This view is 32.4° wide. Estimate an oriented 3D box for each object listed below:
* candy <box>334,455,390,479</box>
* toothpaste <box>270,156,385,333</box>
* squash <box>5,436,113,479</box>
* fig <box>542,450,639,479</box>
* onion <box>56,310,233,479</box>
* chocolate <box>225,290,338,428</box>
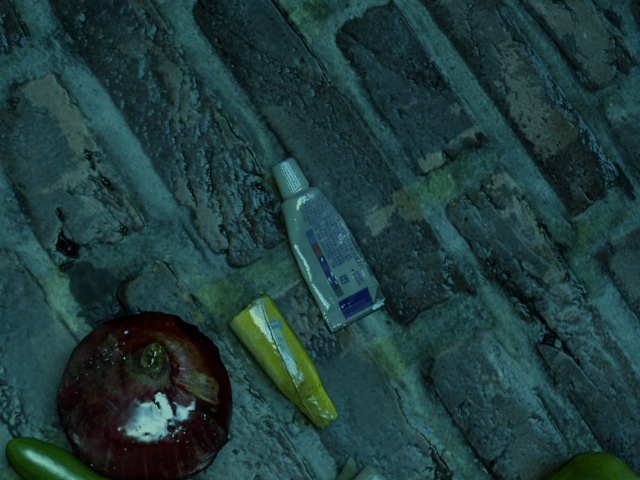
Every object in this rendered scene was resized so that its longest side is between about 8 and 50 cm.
[{"bbox_3d":[0.046,0.433,1.557,0.195,0.137,0.185,-39,86,-24],"label":"candy"},{"bbox_3d":[0.002,-0.001,1.751,0.099,0.068,0.282,-26,90,5],"label":"toothpaste"},{"bbox_3d":[-0.317,0.343,1.506,0.258,0.069,0.069,33,64,-7],"label":"squash"},{"bbox_3d":[0.395,0.427,1.676,0.233,0.167,0.167,-43,87,13],"label":"fig"},{"bbox_3d":[-0.232,0.208,1.502,0.252,0.219,0.252,10,55,-14],"label":"onion"},{"bbox_3d":[-0.047,0.185,1.655,0.086,0.085,0.219,-37,88,-26],"label":"chocolate"}]
